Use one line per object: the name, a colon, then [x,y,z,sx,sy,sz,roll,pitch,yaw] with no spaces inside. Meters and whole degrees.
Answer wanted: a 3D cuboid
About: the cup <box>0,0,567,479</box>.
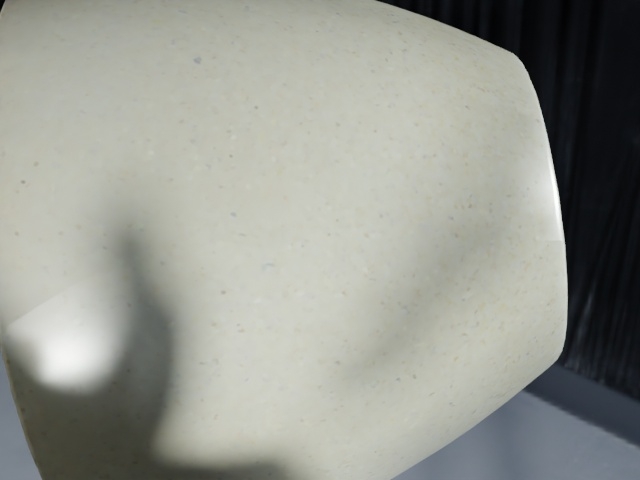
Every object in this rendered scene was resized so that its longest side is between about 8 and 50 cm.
cup: [0.000,0.000,0.501,0.236,0.331,0.331,-7,34,5]
